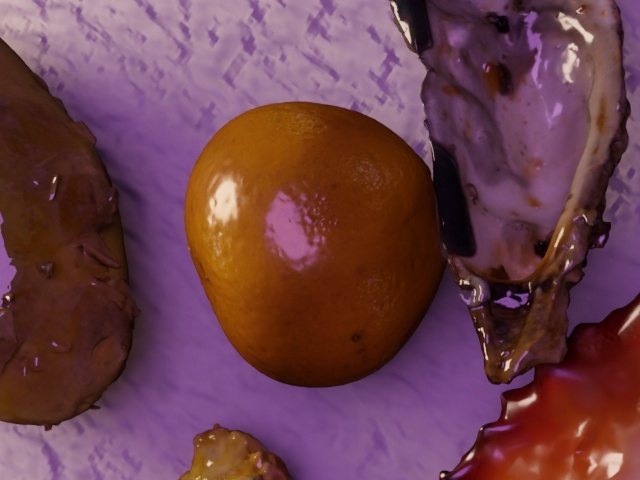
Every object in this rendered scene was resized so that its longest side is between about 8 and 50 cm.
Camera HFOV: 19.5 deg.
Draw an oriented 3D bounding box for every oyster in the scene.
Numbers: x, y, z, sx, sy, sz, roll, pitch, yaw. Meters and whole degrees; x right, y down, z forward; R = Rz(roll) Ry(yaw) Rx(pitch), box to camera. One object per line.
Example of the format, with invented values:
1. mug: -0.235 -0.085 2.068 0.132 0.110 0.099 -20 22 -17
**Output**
1. oyster: 0.100 -0.076 0.999 0.128 0.079 0.345 0 62 1

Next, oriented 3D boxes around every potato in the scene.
1. potato: -0.221 -0.019 1.081 0.191 0.141 0.296 -47 75 8

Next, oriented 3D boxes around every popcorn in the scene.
1. popcorn: -0.041 0.151 1.051 0.084 0.084 0.084 -2 82 16

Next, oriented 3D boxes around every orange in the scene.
1. orange: 0.000 0.000 1.008 0.136 0.159 0.159 -21 76 -12

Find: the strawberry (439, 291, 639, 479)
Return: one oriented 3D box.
1. strawberry: 0.191 0.167 0.934 0.336 0.149 0.265 -31 61 24
